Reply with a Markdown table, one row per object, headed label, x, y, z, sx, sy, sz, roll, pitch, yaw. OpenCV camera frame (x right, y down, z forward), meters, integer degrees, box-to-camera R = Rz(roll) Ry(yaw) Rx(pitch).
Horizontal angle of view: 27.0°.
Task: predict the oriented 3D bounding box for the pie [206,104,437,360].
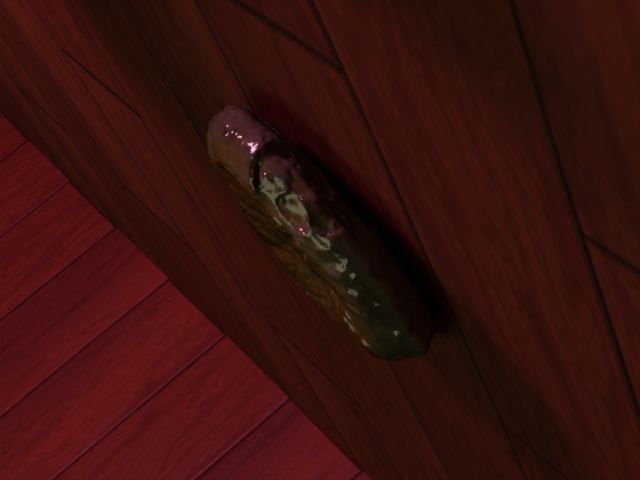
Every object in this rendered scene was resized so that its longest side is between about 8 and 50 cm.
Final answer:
| label | x | y | z | sx | sy | sz | roll | pitch | yaw |
| --- | --- | --- | --- | --- | --- | --- | --- | --- | --- |
| pie | 0.000 | 0.000 | 1.268 | 0.306 | 0.071 | 0.306 | 50 | 172 | 10 |
